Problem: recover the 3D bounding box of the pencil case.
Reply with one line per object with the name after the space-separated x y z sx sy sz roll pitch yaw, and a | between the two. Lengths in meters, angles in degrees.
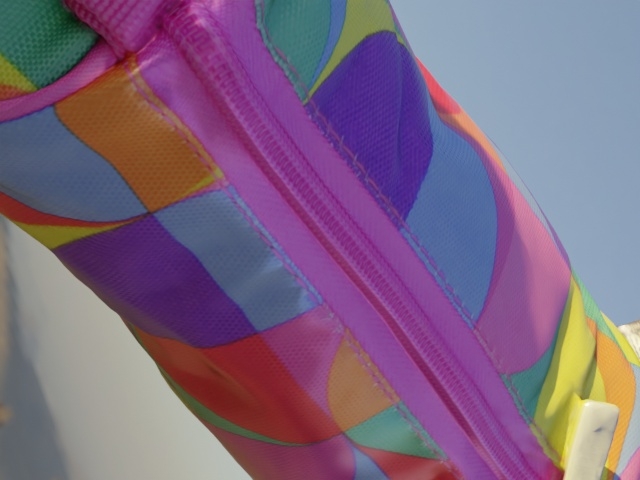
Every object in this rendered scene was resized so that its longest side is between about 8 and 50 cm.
0.000 0.000 0.409 0.236 0.104 0.104 50 9 -46 | pencil case
